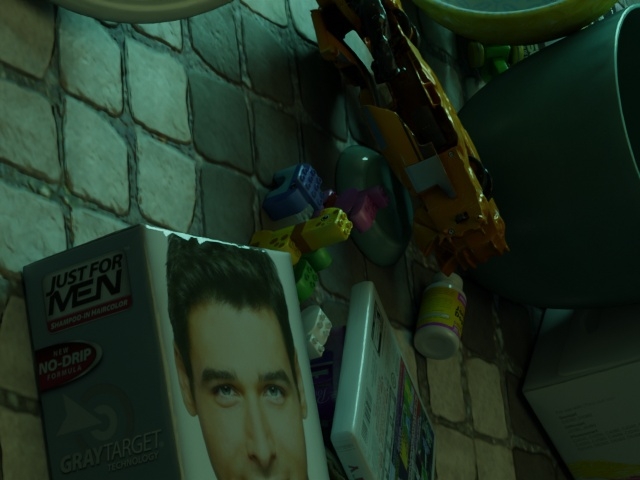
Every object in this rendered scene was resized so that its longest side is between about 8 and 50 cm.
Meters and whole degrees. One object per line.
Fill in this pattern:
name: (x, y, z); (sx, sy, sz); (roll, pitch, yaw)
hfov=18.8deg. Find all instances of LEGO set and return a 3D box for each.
LEGO set: (0.000, 0.000, 1.619); (0.087, 0.093, 0.227); (54, 34, -28)

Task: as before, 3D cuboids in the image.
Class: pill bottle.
pill bottle: (0.114, 0.069, 1.822); (0.043, 0.043, 0.083); (50, 36, -33)

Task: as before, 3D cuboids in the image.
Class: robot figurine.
robot figurine: (0.077, -0.117, 1.755); (0.291, 0.085, 0.211); (65, 7, 16)

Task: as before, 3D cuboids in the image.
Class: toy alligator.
toy alligator: (0.176, -0.235, 2.093); (0.051, 0.056, 0.189); (111, -30, -62)

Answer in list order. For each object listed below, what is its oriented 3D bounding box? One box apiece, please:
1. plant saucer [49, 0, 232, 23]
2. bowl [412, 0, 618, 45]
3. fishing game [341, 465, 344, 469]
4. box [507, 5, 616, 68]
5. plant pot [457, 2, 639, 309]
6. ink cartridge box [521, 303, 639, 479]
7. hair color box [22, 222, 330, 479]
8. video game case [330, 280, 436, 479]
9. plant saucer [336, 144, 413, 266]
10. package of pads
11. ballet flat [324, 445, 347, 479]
plant saucer: (-0.140, -0.369, 1.471); (0.400, 0.100, 0.400); (-13, 113, -34)
bowl: (0.214, -0.302, 1.997); (0.156, 0.290, 0.289); (64, 24, -55)
fishing game: (0.085, 0.314, 1.646); (0.264, 0.041, 0.189); (48, 35, -35)
box: (0.288, -0.156, 2.201); (0.242, 0.077, 0.307); (-5, 79, -59)
plant pot: (0.258, -0.063, 1.940); (0.293, 0.235, 0.293); (35, 46, -47)
ink cartridge box: (0.370, 0.175, 2.034); (0.270, 0.197, 0.198); (57, 32, -23)
hair color box: (-0.084, 0.189, 1.357); (0.185, 0.114, 0.374); (12, 64, -57)
video game case: (0.055, 0.163, 1.605); (0.201, 0.023, 0.183); (-81, 153, -54)
plant saucer: (0.056, -0.035, 1.804); (0.119, 0.021, 0.119); (35, 46, -47)
package of pads: (0.002, 0.114, 1.603); (0.032, 0.050, 0.083); (44, 38, -56)
ballet flat: (0.010, 0.269, 1.493); (0.086, 0.086, 0.248); (8, 63, -58)
